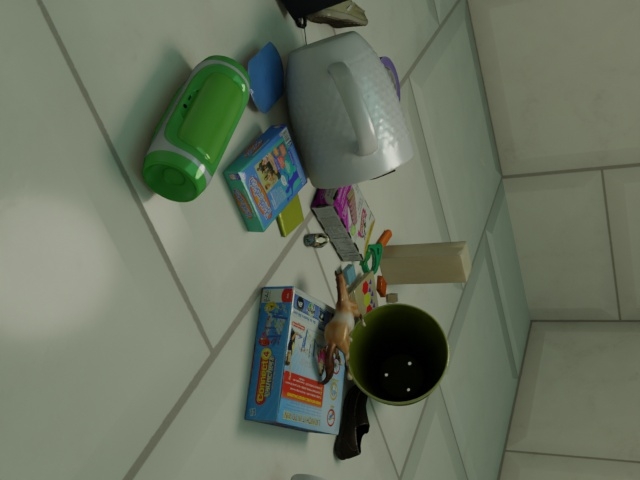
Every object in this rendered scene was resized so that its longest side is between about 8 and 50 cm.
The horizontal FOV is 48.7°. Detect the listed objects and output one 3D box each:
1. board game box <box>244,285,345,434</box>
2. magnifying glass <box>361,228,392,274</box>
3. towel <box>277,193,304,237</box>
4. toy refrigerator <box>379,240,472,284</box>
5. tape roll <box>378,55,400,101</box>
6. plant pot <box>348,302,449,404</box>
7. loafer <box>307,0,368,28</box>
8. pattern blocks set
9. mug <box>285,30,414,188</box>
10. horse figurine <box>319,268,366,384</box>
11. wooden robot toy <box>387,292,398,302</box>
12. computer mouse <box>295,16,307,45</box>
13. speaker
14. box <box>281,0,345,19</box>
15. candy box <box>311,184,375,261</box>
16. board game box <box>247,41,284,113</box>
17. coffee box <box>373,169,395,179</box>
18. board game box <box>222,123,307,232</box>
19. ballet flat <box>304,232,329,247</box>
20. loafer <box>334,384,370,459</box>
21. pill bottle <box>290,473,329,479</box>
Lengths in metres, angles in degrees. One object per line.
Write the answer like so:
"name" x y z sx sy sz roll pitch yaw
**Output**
"board game box" -0.044 0.293 1.682 0.308 0.086 0.302 36 56 -56
"magnifying glass" 0.177 0.029 2.206 0.231 0.026 0.092 -48 128 -51
"towel" -0.097 -0.134 1.704 0.102 0.021 0.237 -44 126 -49
"toy refrigerator" 0.330 0.070 2.225 0.094 0.270 0.102 -54 133 -51
"tape roll" 0.179 -0.472 2.201 0.189 0.080 0.189 10 78 -61
"plant pot" 0.223 0.355 2.001 0.293 0.275 0.274 71 26 -64
"loafer" 0.054 -0.644 1.958 0.268 0.102 0.092 -19 110 -61
"pattern blocks set" 0.128 0.197 2.072 0.285 0.026 0.324 -29 117 -57
"mug" 0.061 -0.316 1.693 0.374 0.276 0.328 -115 -175 -72
"horse figurine" 0.053 0.221 1.713 0.263 0.066 0.174 -68 149 -44
"wooden robot toy" 0.255 0.256 2.267 0.076 0.079 0.173 22 69 -60
"computer mouse" -0.024 -0.522 1.860 0.071 0.041 0.242 -39 121 -56
"speaker" -0.230 -0.217 1.342 0.131 0.131 0.296 58 39 -42
"box" 0.063 -0.752 1.742 0.179 0.313 0.343 53 43 -37
"candy box" 0.068 -0.073 1.953 0.233 0.071 0.159 59 38 -42
"board game box" -0.137 -0.376 1.639 0.168 0.033 0.133 -58 143 -44
"coffee box" 0.115 -0.325 2.019 0.168 0.119 0.297 -28 112 -61
"board game box" -0.120 -0.143 1.603 0.210 0.047 0.160 -52 133 -42
"ballet flat" 0.000 0.000 1.849 0.114 0.041 0.041 -4 91 -63
"loafer" 0.105 0.502 1.952 0.080 0.078 0.220 55 42 -46
"pill bottle" -0.049 0.684 1.528 0.181 0.182 0.323 58 39 -42
